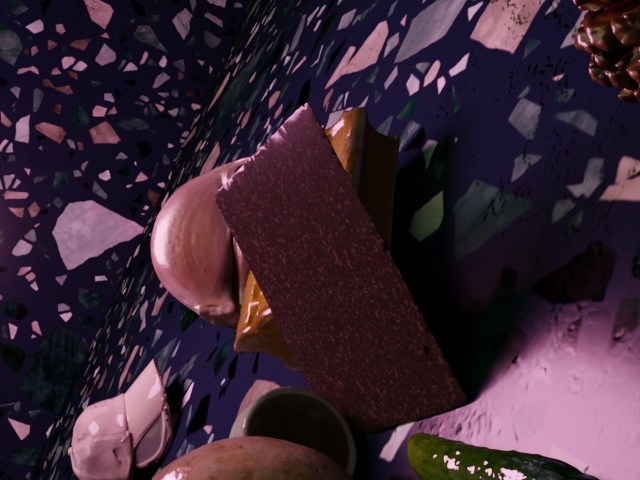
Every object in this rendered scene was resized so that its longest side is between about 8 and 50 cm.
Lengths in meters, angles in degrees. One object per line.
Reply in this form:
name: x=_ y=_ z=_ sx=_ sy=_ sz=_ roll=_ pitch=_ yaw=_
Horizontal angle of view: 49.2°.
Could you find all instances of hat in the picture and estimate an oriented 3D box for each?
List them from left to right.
hat: x=-0.391 y=0.364 z=1.390 sx=0.275 sy=0.161 sz=0.232 roll=-58 pitch=26 yaw=3

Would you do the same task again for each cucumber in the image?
cucumber: x=0.136 y=0.186 z=0.537 sx=0.250 sy=0.056 sz=0.056 roll=-18 pitch=49 yaw=64

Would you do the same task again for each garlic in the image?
garlic: x=-0.157 y=-0.042 z=1.228 sx=0.340 sy=0.232 sz=0.246 roll=-65 pitch=18 yaw=10

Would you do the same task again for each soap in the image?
soap: x=0.000 y=0.000 z=0.938 sx=0.259 sy=0.143 sz=0.281 roll=-41 pitch=30 yaw=47

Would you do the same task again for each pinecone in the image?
pinecone: x=0.271 y=-0.180 z=0.540 sx=0.173 sy=0.174 sz=0.173 roll=-48 pitch=26 yaw=33

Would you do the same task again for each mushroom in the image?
mushroom: x=-0.028 y=0.292 z=0.608 sx=0.195 sy=0.189 sz=0.253 roll=107 pitch=149 yaw=-78

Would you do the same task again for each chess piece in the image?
chess piece: x=-0.072 y=0.290 z=0.819 sx=0.271 sy=0.139 sz=0.139 roll=123 pitch=160 yaw=-43

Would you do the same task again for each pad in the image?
pad: x=0.004 y=0.047 z=0.747 sx=0.004 sy=0.330 sz=0.220 roll=-21 pitch=-9 yaw=-41
